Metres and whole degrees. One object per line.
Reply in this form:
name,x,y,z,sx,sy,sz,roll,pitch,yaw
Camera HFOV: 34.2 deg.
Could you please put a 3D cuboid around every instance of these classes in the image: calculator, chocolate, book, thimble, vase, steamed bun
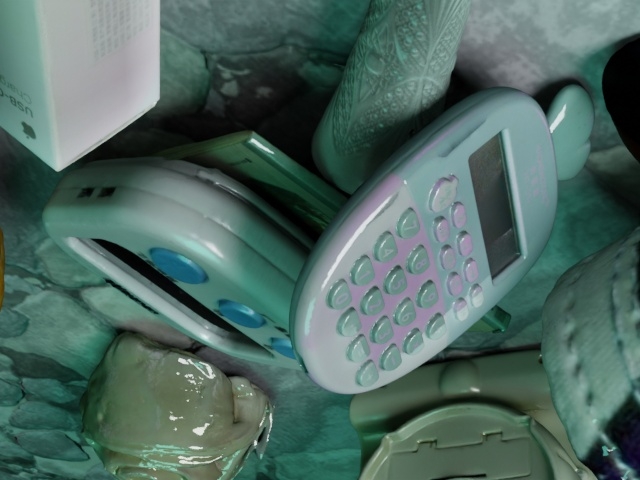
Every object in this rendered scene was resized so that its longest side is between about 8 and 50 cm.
calculator,0.094,-0.008,0.753,0.041,0.299,0.186,32,155,40
chocolate,0.280,-0.083,0.722,0.148,0.125,0.080,-13,152,20
book,0.000,0.000,0.880,0.282,0.025,0.214,35,161,-24
thimble,0.288,0.087,0.769,0.237,0.237,0.150,30,142,-23
vase,0.060,-0.134,0.721,0.096,0.096,0.219,13,138,-3
steamed bun,-0.165,0.218,1.150,0.211,0.144,0.218,24,140,-17

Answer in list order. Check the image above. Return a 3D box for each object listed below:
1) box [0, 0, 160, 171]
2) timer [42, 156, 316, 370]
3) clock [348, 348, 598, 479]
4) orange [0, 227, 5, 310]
box,-0.195,-0.199,0.619,0.203,0.106,0.252,37,148,17
timer,-0.097,0.020,0.888,0.237,0.087,0.262,4,151,49
clock,0.145,0.268,1.001,0.265,0.324,0.109,-13,136,24
orange,-0.421,-0.005,0.857,0.329,0.249,0.329,5,136,5
